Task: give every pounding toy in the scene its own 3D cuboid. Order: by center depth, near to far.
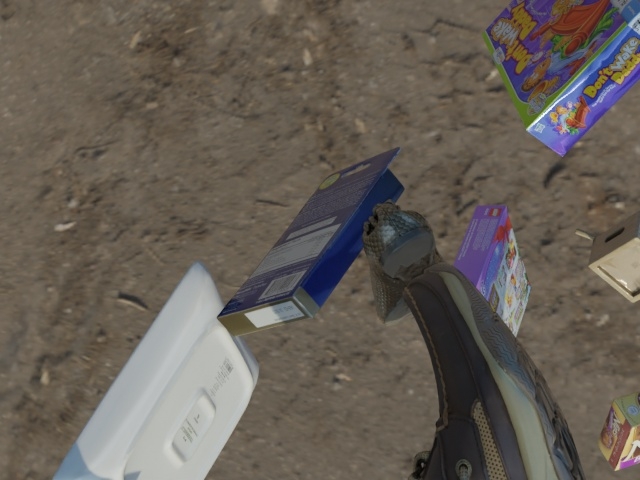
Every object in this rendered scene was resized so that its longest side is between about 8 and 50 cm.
[{"bbox_3d":[0.524,0.020,1.865,0.130,0.141,0.100,38,45,-14],"label":"pounding toy"}]

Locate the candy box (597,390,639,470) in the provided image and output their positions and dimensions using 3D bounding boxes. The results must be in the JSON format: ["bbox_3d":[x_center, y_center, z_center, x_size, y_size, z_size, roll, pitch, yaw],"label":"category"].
[{"bbox_3d":[0.472,0.235,1.456,0.186,0.053,0.109,-15,140,-15],"label":"candy box"}]

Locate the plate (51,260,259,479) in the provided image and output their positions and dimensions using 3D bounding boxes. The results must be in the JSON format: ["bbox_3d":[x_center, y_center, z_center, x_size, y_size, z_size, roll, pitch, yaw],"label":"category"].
[{"bbox_3d":[-0.157,0.199,1.201,0.278,0.045,0.277,-59,156,-22],"label":"plate"}]

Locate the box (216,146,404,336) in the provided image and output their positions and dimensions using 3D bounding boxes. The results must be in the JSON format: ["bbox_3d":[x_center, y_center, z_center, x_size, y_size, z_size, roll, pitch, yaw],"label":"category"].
[{"bbox_3d":[0.000,0.000,1.103,0.036,0.136,0.225,48,55,-18],"label":"box"}]

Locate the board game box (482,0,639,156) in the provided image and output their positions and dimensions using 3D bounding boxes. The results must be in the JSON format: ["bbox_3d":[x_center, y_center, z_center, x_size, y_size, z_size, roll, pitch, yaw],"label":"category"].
[{"bbox_3d":[0.384,-0.312,1.671,0.078,0.347,0.233,32,115,-23],"label":"board game box"}]

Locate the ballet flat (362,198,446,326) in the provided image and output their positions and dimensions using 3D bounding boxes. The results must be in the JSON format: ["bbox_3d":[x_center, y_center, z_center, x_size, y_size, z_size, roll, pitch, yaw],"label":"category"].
[{"bbox_3d":[0.076,0.023,1.043,0.084,0.250,0.058,-34,69,-3],"label":"ballet flat"}]

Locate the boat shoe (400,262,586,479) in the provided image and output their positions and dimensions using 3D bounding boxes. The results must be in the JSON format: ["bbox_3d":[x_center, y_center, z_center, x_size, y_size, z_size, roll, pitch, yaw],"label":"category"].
[{"bbox_3d":[0.112,0.172,0.723,0.130,0.355,0.132,-28,143,11],"label":"boat shoe"}]

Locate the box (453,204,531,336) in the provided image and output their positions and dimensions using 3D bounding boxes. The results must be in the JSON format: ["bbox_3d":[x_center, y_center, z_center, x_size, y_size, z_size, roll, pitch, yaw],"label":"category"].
[{"bbox_3d":[0.265,0.112,1.778,0.293,0.057,0.201,-63,142,-39],"label":"box"}]
